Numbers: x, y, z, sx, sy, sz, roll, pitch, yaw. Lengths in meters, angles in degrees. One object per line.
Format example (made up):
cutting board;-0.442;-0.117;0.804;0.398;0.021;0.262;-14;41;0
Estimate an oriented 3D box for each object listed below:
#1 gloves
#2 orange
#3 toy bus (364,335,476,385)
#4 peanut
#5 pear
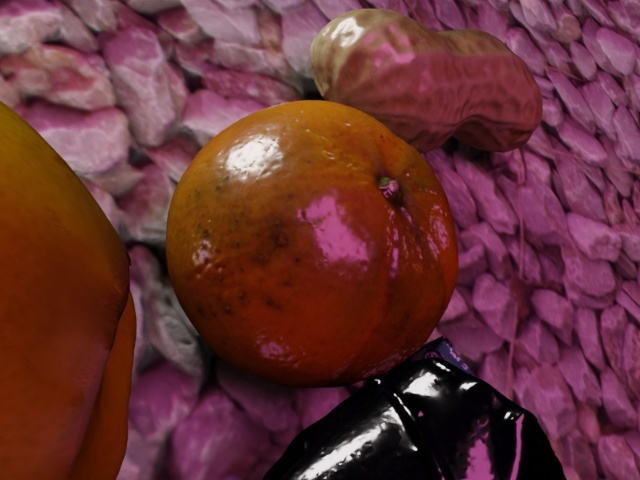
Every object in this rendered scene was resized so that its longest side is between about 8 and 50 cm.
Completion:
gloves;0.012;0.209;0.608;0.301;0.197;0.152;-60;147;-2
orange;0.000;0.000;0.738;0.240;0.171;0.240;18;57;-30
toy bus;0.067;0.160;0.768;0.092;0.079;0.160;50;44;-5
peanut;0.118;-0.150;0.961;0.298;0.120;0.136;1;90;-40
pear;-0.253;0.045;0.444;0.336;0.285;0.285;-3;68;-26
